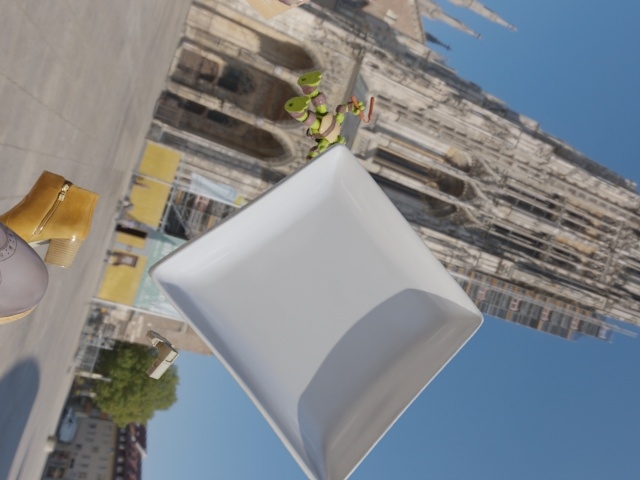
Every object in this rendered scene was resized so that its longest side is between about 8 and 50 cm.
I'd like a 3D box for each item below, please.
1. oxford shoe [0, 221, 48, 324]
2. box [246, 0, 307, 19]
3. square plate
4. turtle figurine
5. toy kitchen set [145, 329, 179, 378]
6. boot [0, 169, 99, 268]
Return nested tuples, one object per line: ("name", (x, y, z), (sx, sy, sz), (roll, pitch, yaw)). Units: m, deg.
("oxford shoe", (-0.334, -0.019, 0.380), (0.133, 0.363, 0.129), (-4, -116, 21))
("box", (-0.023, -0.324, 0.518), (0.171, 0.130, 0.091), (-13, -104, 25))
("square plate", (0.013, 0.082, 0.699), (0.344, 0.347, 0.049), (-38, 179, -28))
("turtle figurine", (0.012, -0.276, 1.164), (0.087, 0.217, 0.269), (28, -103, 38))
("toy kitchen set", (-0.383, 0.251, 1.157), (0.083, 0.068, 0.075), (34, -101, 29))
("boot", (-0.692, -0.068, 1.209), (0.104, 0.295, 0.211), (152, -47, -77))
